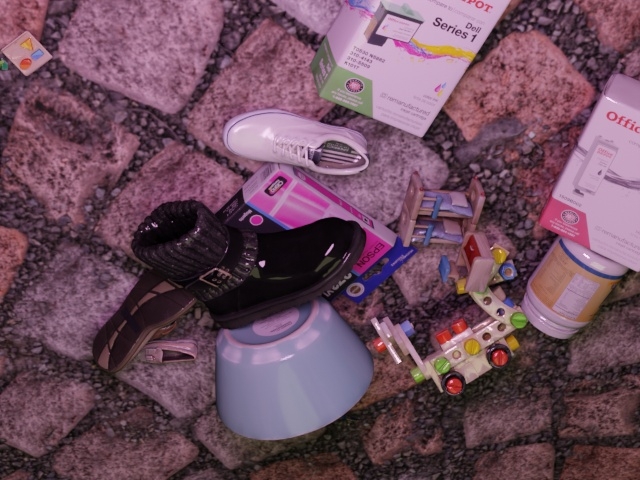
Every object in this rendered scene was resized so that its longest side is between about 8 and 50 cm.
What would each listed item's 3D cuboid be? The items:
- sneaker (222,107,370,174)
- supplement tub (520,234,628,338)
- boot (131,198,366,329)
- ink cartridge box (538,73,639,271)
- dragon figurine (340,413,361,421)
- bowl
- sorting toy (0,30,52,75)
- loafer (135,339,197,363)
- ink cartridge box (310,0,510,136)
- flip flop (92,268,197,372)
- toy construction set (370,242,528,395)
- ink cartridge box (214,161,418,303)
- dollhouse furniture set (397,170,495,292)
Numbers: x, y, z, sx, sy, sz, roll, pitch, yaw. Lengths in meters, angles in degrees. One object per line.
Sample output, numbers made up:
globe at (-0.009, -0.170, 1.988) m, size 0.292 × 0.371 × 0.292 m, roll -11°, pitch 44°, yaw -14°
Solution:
sneaker at (-0.035, -0.166, 1.843) m, size 0.258 × 0.091 × 0.094 m, roll 3°, pitch 111°, yaw -16°
supplement tub at (0.486, 0.076, 2.092) m, size 0.144 × 0.144 × 0.200 m, roll 14°, pitch 125°, yaw -19°
boot at (-0.122, 0.006, 1.869) m, size 0.348 × 0.131 × 0.260 m, roll -28°, pitch 128°, yaw 18°
ink cartridge box at (0.538, -0.119, 1.916) m, size 0.207 × 0.117 × 0.283 m, roll 26°, pitch 125°, yaw 10°
dragon figurine at (0.000, 0.330, 2.213) m, size 0.085 × 0.144 × 0.289 m, roll -22°, pitch 128°, yaw 9°
bowl at (-0.071, 0.203, 2.013) m, size 0.311 × 0.311 × 0.163 m, roll -17°, pitch 119°, yaw 4°
sorting toy at (-0.478, -0.289, 1.735) m, size 0.083 × 0.012 × 0.062 m, roll -32°, pitch 126°, yaw 15°
loafer at (-0.304, 0.222, 2.147) m, size 0.125 × 0.039 × 0.045 m, roll -6°, pitch 129°, yaw -4°
ink cartridge box at (0.139, -0.332, 1.733) m, size 0.201 × 0.117 × 0.278 m, roll 19°, pitch 122°, yaw -22°
flip flop at (-0.319, 0.147, 2.055) m, size 0.277 × 0.112 × 0.080 m, roll -46°, pitch 153°, yaw 18°
toy construction set at (0.259, 0.167, 2.103) m, size 0.327 × 0.151 × 0.215 m, roll -29°, pitch 97°, yaw 15°
ink cartridge box at (0.000, 0.000, 2.010) m, size 0.371 × 0.069 × 0.176 m, roll 32°, pitch 118°, yaw -31°
dollhouse furniture set at (0.229, -0.018, 1.951) m, size 0.129 × 0.184 × 0.129 m, roll 4°, pitch 127°, yaw -12°
